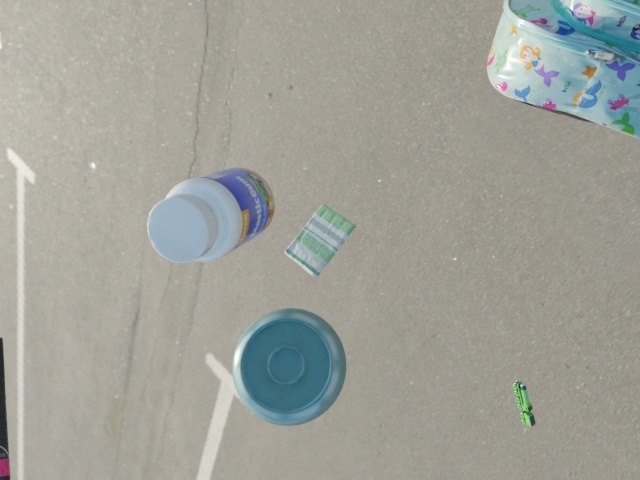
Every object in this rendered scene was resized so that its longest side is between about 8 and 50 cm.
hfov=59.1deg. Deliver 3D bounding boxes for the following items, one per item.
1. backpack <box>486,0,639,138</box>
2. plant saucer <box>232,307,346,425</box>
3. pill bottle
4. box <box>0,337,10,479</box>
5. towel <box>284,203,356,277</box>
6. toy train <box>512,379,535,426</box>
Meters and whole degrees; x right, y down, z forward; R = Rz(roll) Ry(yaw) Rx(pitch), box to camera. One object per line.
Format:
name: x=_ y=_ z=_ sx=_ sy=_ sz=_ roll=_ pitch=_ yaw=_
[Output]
backpack: x=0.345 y=-0.250 z=0.701 sx=0.254 sy=0.225 sz=0.191 roll=15 pitch=137 yaw=16
plant saucer: x=-0.090 y=0.338 z=1.531 sx=0.318 sy=0.043 sz=0.317 roll=-2 pitch=75 yaw=6
pill bottle: x=-0.197 y=-0.047 z=1.045 sx=0.153 sy=0.272 sz=0.152 roll=4 pitch=105 yaw=15
box: x=-0.509 y=0.277 z=0.733 sx=0.143 sy=0.165 sz=0.270 roll=-50 pitch=51 yaw=36
towel: x=0.000 y=0.000 z=1.313 sx=0.113 sy=0.023 sz=0.152 roll=37 pitch=87 yaw=31
toy train: x=0.352 y=0.282 z=0.974 sx=0.024 sy=0.017 sz=0.083 roll=-3 pitch=104 yaw=62
